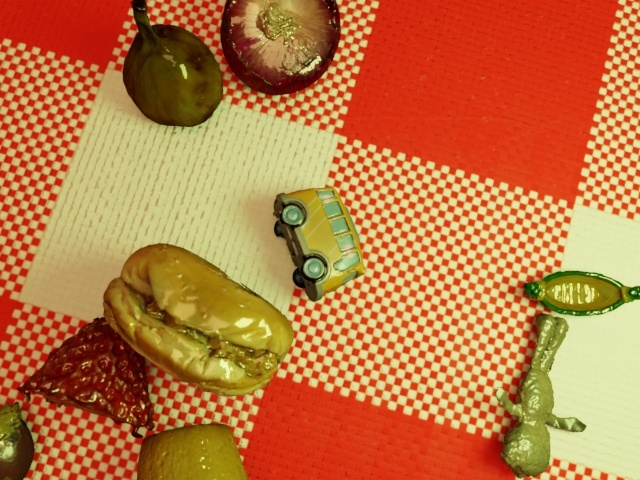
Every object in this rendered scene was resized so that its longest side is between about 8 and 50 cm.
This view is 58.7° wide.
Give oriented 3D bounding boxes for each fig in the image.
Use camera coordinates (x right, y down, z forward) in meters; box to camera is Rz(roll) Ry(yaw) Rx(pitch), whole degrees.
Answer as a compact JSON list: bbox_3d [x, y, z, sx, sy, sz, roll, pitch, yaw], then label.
[{"bbox_3d":[-0.268,-0.344,1.048,0.191,0.290,0.190,7,56,-11],"label":"fig"}]

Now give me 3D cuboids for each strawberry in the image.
[{"bbox_3d":[-0.366,0.225,0.984,0.234,0.234,0.177,17,66,0],"label":"strawberry"}]

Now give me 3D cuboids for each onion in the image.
[{"bbox_3d":[-0.076,-0.407,1.117,0.248,0.161,0.247,0,89,4],"label":"onion"}]

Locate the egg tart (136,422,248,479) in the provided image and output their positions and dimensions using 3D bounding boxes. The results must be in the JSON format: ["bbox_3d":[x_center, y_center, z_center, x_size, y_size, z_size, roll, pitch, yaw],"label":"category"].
[{"bbox_3d":[-0.216,0.409,0.964,0.216,0.215,0.170,-10,66,-4],"label":"egg tart"}]

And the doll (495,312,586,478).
[{"bbox_3d":[0.395,0.286,1.058,0.203,0.091,0.285,-6,92,-37],"label":"doll"}]

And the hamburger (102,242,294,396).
[{"bbox_3d":[-0.198,0.133,0.957,0.305,0.284,0.174,32,82,7],"label":"hamburger"}]

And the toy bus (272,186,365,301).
[{"bbox_3d":[0.000,0.000,1.071,0.136,0.126,0.209,-19,82,-14],"label":"toy bus"}]

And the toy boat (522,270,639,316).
[{"bbox_3d":[0.492,0.101,1.090,0.230,0.088,0.088,2,81,-3],"label":"toy boat"}]

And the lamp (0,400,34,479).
[{"bbox_3d":[-0.583,0.371,0.975,0.157,0.135,0.157,-21,84,-5],"label":"lamp"}]
